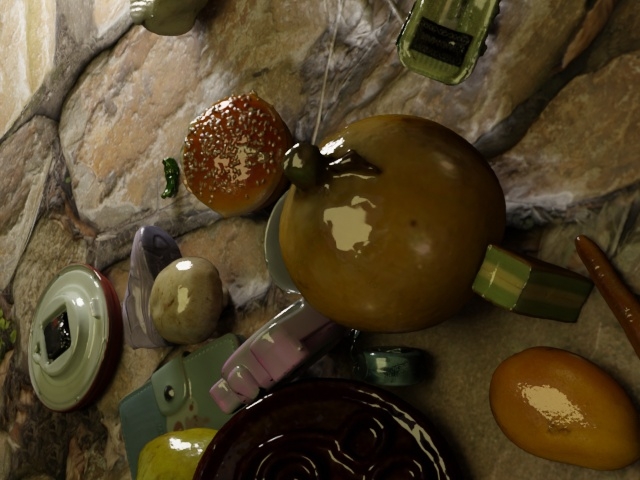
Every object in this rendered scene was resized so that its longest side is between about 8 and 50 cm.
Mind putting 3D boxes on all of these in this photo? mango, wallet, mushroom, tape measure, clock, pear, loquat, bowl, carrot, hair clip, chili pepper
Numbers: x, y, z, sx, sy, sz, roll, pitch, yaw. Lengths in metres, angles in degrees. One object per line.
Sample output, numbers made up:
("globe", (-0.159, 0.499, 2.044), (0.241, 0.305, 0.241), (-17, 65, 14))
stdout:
("mango", (0.320, 0.220, 1.409), (0.219, 0.112, 0.144), (25, 98, 34))
("wallet", (-0.232, 0.329, 1.962), (0.360, 0.083, 0.252), (-36, 63, 33))
("mushroom", (-0.236, 0.112, 1.979), (0.166, 0.127, 0.166), (-32, 49, 47))
("tape measure", (0.111, 0.132, 1.642), (0.107, 0.104, 0.179), (2, 77, 31))
("clock", (-0.054, 0.173, 1.716), (0.090, 0.228, 0.248), (53, 134, 9))
("pear", (-0.166, 0.440, 1.729), (0.269, 0.269, 0.321), (-47, 73, 28))
("loquat", (0.082, -0.030, 1.531), (0.328, 0.359, 0.328), (-28, 46, 34))
("bowl", (0.000, 0.000, 1.797), (0.189, 0.086, 0.189), (-11, 75, 44))
("carrot", (0.393, 0.085, 1.408), (0.043, 0.043, 0.247), (-47, 50, 28))
("clock", (-0.531, 0.204, 2.294), (0.319, 0.080, 0.318), (-12, 72, 43))
("hair clip", (0.223, -0.400, 1.664), (0.091, 0.138, 0.321), (-69, 1, -81))
("chili pepper", (-0.301, -0.126, 2.178), (0.030, 0.034, 0.091), (133, 137, -72))

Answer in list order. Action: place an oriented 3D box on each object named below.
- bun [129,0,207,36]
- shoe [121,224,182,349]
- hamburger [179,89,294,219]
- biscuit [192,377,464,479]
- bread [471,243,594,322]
("bun", (-0.289, -0.529, 2.179), (0.239, 0.141, 0.239), (-17, 68, 49))
("shoe", (-0.336, 0.097, 2.110), (0.138, 0.095, 0.245), (-21, 73, 38))
("hamburger", (-0.145, -0.147, 1.937), (0.237, 0.147, 0.236), (-9, 76, 42))
("biscuit", (0.007, 0.385, 1.535), (0.408, 0.091, 0.407), (-3, 63, 7))
("bread", (0.286, 0.059, 1.457), (0.084, 0.139, 0.074), (33, 107, 49))
